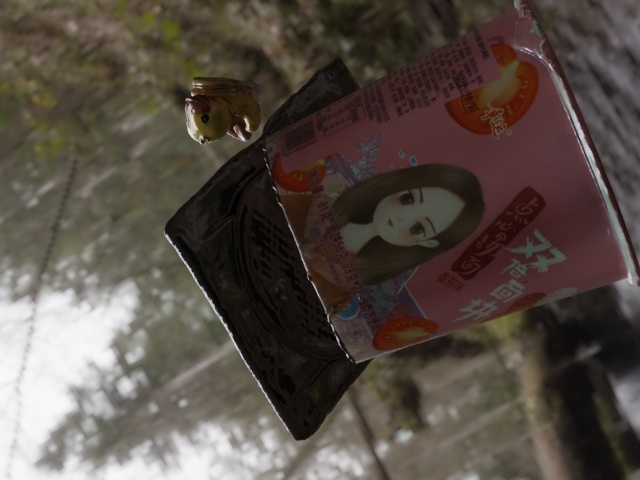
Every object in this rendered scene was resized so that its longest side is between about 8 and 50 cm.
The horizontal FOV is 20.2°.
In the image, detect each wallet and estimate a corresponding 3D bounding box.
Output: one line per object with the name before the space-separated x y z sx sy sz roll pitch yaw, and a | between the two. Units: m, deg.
wallet | 0.000 0.000 1.655 0.247 0.041 0.323 60 -139 -16

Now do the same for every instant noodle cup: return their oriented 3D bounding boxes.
instant noodle cup | 0.097 -0.035 1.376 0.243 0.231 0.243 -23 -90 -85

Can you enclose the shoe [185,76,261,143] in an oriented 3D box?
shoe | -0.095 -0.134 1.856 0.109 0.072 0.069 -35 -51 -76
